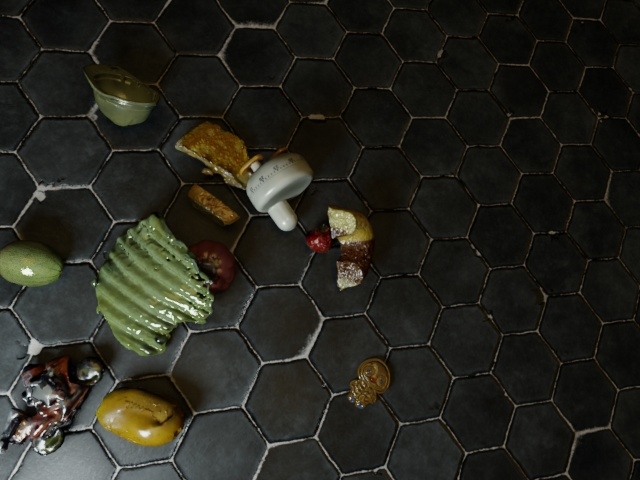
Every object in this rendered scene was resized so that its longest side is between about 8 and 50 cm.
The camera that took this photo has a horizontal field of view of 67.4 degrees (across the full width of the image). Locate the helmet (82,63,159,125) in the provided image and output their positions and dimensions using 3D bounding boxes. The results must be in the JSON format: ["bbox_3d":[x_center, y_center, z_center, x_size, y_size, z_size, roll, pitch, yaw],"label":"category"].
[{"bbox_3d":[-0.669,-0.463,1.597,0.257,0.137,0.204,38,34,15],"label":"helmet"}]

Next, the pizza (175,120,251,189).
[{"bbox_3d":[-0.338,-0.288,1.662,0.296,0.071,0.189,34,60,-6],"label":"pizza"}]

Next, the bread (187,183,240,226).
[{"bbox_3d":[-0.357,-0.109,1.596,0.187,0.103,0.065,35,71,-4],"label":"bread"}]

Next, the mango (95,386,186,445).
[{"bbox_3d":[-0.518,0.513,1.388,0.248,0.156,0.151,17,110,-7],"label":"mango"}]

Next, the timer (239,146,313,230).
[{"bbox_3d":[-0.124,-0.171,1.598,0.233,0.233,0.240,-32,82,-18],"label":"timer"}]

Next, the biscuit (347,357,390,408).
[{"bbox_3d":[0.166,0.480,1.611,0.124,0.026,0.175,38,72,-1],"label":"biscuit"}]

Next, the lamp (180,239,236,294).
[{"bbox_3d":[-0.358,0.087,1.537,0.181,0.140,0.182,0,93,-1],"label":"lamp"}]

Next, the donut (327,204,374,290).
[{"bbox_3d":[0.125,0.016,1.648,0.151,0.112,0.295,-16,104,-46],"label":"donut"}]

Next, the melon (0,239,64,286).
[{"bbox_3d":[-0.866,0.066,1.420,0.192,0.139,0.139,17,74,-13],"label":"melon"}]

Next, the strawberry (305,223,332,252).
[{"bbox_3d":[-0.001,0.000,1.656,0.106,0.106,0.106,3,76,-12],"label":"strawberry"}]

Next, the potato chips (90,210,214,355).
[{"bbox_3d":[-0.520,0.130,1.472,0.373,0.097,0.389,-36,83,11],"label":"potato chips"}]

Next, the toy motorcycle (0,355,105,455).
[{"bbox_3d":[-0.792,0.488,1.338,0.207,0.134,0.401,27,71,-5],"label":"toy motorcycle"}]
